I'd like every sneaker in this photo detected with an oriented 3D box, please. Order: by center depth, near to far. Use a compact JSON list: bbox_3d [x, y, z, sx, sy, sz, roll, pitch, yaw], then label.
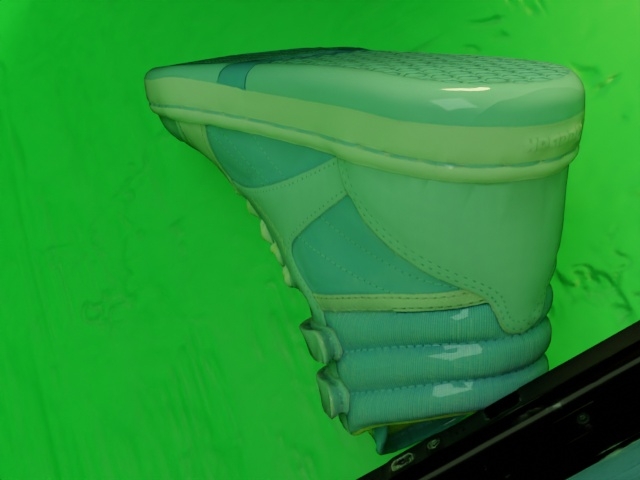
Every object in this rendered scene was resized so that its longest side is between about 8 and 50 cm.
[{"bbox_3d":[0.000,0.000,0.489,0.319,0.127,0.208,22,121,54],"label":"sneaker"}]

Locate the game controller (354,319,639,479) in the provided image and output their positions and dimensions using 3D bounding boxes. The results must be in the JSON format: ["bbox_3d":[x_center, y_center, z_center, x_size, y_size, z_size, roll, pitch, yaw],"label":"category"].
[{"bbox_3d":[0.143,0.124,0.385,0.319,0.067,0.166,-32,99,9],"label":"game controller"}]
